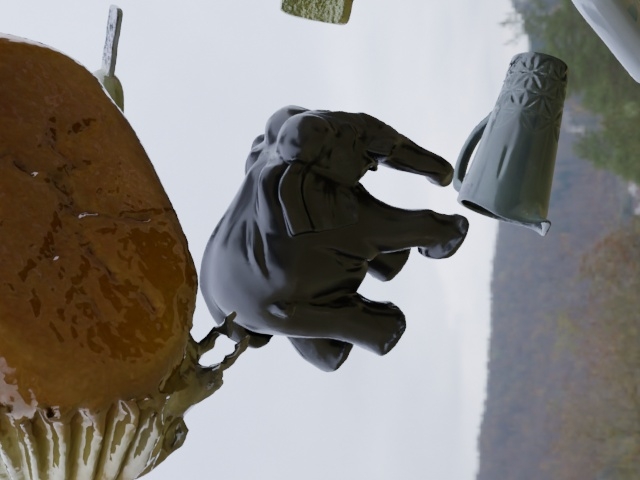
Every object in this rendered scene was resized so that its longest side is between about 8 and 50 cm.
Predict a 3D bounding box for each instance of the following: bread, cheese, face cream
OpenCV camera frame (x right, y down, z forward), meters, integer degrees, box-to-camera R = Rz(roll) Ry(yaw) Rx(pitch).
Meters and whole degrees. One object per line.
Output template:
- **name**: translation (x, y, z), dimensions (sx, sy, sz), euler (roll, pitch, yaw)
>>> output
- **bread**: translation (-0.007, -0.493, 1.909), dimensions (0.125, 0.156, 0.086), euler (-67, -12, -78)
- **cheese**: translation (-0.253, -0.180, 1.093), dimensions (0.037, 0.097, 0.192), euler (-2, -63, -32)
- **face cream**: translation (0.494, -0.427, 1.628), dimensions (0.336, 0.080, 0.163), euler (44, -144, -21)
- **bread**: translation (-0.228, 0.004, 0.728), dimensions (0.389, 0.236, 0.183), euler (56, 144, 25)

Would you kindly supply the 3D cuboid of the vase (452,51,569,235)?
- **vase**: translation (0.339, -0.171, 1.627), dimensions (0.156, 0.251, 0.301), euler (20, -97, -35)

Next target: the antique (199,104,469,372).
- **antique**: translation (0.000, 0.000, 1.099), dimensions (0.322, 0.255, 0.185), euler (-56, 22, 9)
